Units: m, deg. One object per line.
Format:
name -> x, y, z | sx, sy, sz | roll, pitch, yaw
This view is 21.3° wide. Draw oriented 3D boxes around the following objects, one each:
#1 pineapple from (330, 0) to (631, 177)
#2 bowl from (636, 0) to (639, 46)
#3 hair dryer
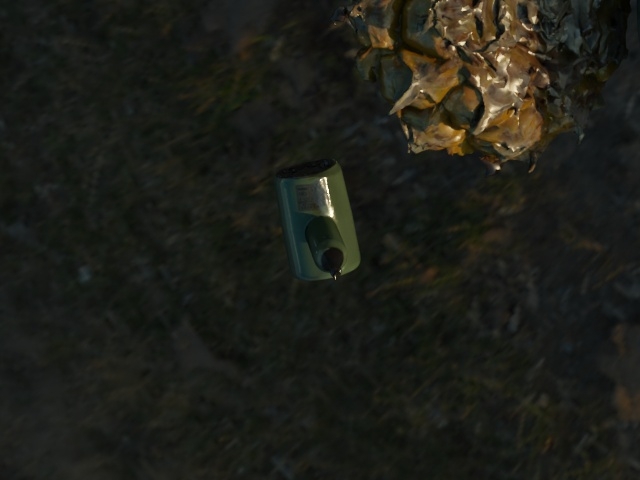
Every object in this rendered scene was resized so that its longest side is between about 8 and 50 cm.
pineapple -> 0.109, -0.143, 1.002 | 0.076, 0.225, 0.224 | -7, 107, 60
bowl -> 0.288, -0.087, 0.978 | 0.313, 0.146, 0.313 | 32, 161, 13
hair dryer -> 0.000, 0.000, 1.048 | 0.047, 0.150, 0.071 | -13, 106, 0
